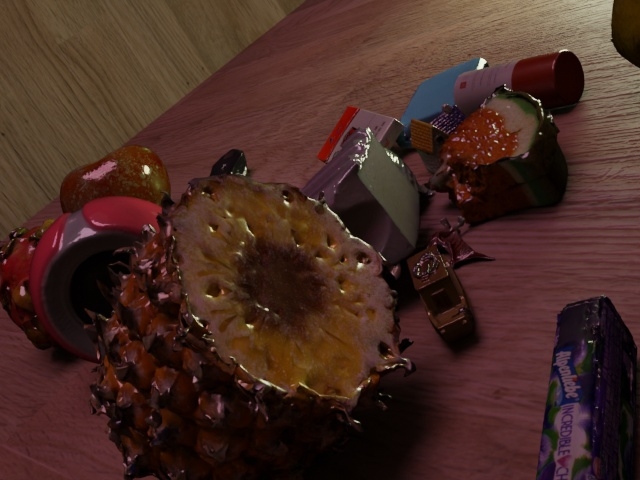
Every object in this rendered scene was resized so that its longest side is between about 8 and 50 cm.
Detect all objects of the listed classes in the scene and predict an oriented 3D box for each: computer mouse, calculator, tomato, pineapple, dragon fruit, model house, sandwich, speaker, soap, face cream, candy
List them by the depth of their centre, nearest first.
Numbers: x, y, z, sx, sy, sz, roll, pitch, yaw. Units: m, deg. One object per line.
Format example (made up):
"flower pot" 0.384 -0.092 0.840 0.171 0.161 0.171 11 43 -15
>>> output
"candy" 0.231 0.178 0.734 0.061 0.088 0.312 -22 24 34
"pineapple" -0.097 0.121 0.943 0.300 0.352 0.352 -51 10 34
"soap" 0.000 0.000 1.260 0.302 0.159 0.257 -38 15 21
"sandwich" 0.275 -0.121 1.283 0.212 0.109 0.292 -39 20 2
"speaker" -0.336 0.065 1.446 0.294 0.294 0.294 -27 23 12
"model house" 0.219 -0.180 1.472 0.101 0.100 0.088 -35 22 -7
"face cream" 0.347 -0.269 1.496 0.214 0.095 0.096 -3 36 49
"dragon fruit" -0.530 0.088 1.702 0.250 0.269 0.291 -44 20 -3
"calculator" 0.245 -0.278 1.703 0.173 0.051 0.293 -20 25 33
"computer mouse" -0.225 -0.153 2.059 0.099 0.057 0.172 -14 40 33
"tomato" -0.495 -0.101 2.084 0.270 0.222 0.270 -24 4 2

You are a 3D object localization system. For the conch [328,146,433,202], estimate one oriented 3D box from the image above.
"conch" 0.077 -0.104 1.433 0.200 0.131 0.172 -19 -12 11

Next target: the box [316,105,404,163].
"box" 0.076 -0.199 1.722 0.139 0.035 0.245 -58 25 3

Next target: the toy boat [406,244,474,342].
"toy boat" 0.152 0.065 1.085 0.057 0.077 0.200 -28 23 9

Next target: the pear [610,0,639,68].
"pear" 0.555 -0.359 1.206 0.287 0.287 0.375 -45 9 -28

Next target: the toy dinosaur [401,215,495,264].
"toy dinosaur" 0.172 0.007 1.241 0.108 0.032 0.220 -42 26 -28
